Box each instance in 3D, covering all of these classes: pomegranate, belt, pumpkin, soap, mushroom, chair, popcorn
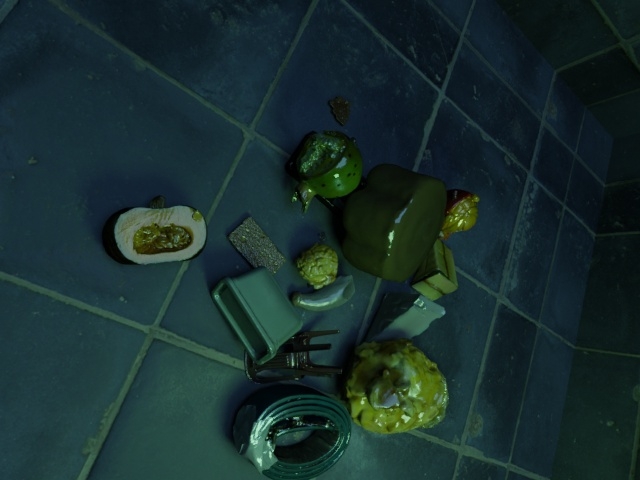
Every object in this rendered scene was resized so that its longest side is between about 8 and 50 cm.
[{"bbox_3d":[0.014,-0.256,1.595,0.260,0.260,0.341,34,102,-25],"label":"pomegranate"},{"bbox_3d":[-0.094,0.692,1.542,0.436,0.173,0.300,14,81,-29],"label":"belt"},{"bbox_3d":[-0.525,-0.037,1.367,0.317,0.139,0.222,-4,91,-29],"label":"pumpkin"},{"bbox_3d":[0.344,0.371,1.789,0.159,0.257,0.302,35,70,-26],"label":"soap"},{"bbox_3d":[0.013,0.223,1.693,0.270,0.103,0.118,-18,95,-26],"label":"mushroom"},{"bbox_3d":[-0.097,0.437,1.599,0.326,0.183,0.176,-3,87,13],"label":"chair"},{"bbox_3d":[-0.009,0.098,1.654,0.180,0.180,0.170,6,117,-31],"label":"popcorn"},{"bbox_3d":[0.277,0.582,1.695,0.390,0.354,0.344,19,36,-35],"label":"popcorn"}]

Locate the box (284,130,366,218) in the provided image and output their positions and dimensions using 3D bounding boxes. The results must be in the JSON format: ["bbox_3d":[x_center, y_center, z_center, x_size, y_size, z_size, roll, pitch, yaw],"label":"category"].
[{"bbox_3d":[0.033,-0.268,1.770,0.350,0.058,0.211,39,69,-22],"label":"box"}]

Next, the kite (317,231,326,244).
[{"bbox_3d":[-0.004,-0.005,1.757,0.078,0.002,0.044,-43,107,-27],"label":"kite"}]

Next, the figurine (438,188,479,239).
[{"bbox_3d":[0.583,-0.123,1.930,0.320,0.323,0.196,-38,90,-14],"label":"figurine"}]

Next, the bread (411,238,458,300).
[{"bbox_3d":[0.545,0.134,2.060,0.167,0.163,0.264,37,37,-22],"label":"bread"}]

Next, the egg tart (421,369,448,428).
[{"bbox_3d":[0.456,0.690,1.912,0.288,0.118,0.288,2,86,-30],"label":"egg tart"}]

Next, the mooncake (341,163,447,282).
[{"bbox_3d":[0.298,-0.071,1.707,0.467,0.262,0.467,-29,133,-37],"label":"mooncake"}]

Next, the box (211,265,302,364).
[{"bbox_3d":[-0.210,0.244,1.481,0.182,0.175,0.312,-28,80,-40],"label":"box"}]

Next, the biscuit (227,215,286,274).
[{"bbox_3d":[-0.237,0.032,1.597,0.131,0.025,0.231,-46,108,-27],"label":"biscuit"}]

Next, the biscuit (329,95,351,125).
[{"bbox_3d":[0.088,-0.562,1.850,0.119,0.019,0.130,-5,88,-32],"label":"biscuit"}]
